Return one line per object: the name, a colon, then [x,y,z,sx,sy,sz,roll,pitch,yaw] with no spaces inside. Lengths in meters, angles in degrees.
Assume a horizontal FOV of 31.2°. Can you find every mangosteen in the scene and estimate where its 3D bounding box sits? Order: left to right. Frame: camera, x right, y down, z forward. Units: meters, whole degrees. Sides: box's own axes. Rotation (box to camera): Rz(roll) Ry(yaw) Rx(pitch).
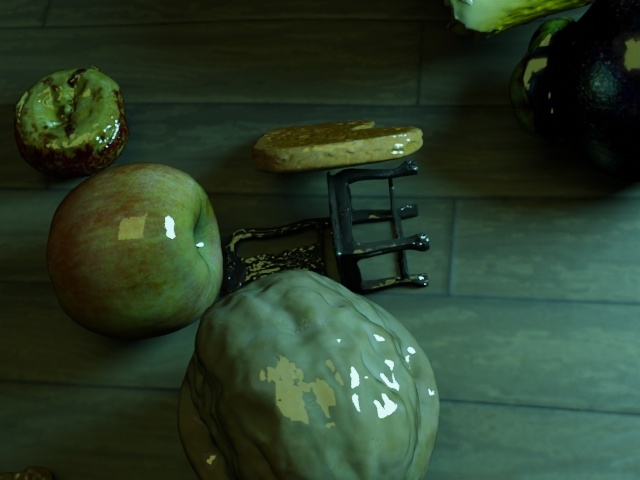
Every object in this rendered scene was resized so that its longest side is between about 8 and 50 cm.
mangosteen: [0.323,-0.168,1.201,0.242,0.243,0.243,-4,64,9]

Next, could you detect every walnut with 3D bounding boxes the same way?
walnut: [-0.009,0.162,1.079,0.227,0.273,0.273,-11,57,-33]

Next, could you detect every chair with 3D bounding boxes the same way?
chair: [0.000,0.000,1.242,0.229,0.113,0.106,-8,61,4]

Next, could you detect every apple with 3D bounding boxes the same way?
apple: [-0.199,0.013,1.229,0.173,0.188,0.188,-12,63,10]

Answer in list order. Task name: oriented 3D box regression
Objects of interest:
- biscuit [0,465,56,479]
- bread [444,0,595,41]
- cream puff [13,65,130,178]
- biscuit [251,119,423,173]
biscuit: [-0.394,0.336,1.191,0.290,0.041,0.208,-35,64,-8]
bread: [0.266,-0.374,1.259,0.394,0.250,0.361,-16,21,2]
cream puff: [-0.294,-0.137,1.379,0.149,0.084,0.149,-3,61,6]
biscuit: [0.020,-0.105,1.262,0.186,0.192,0.036,-7,103,5]
